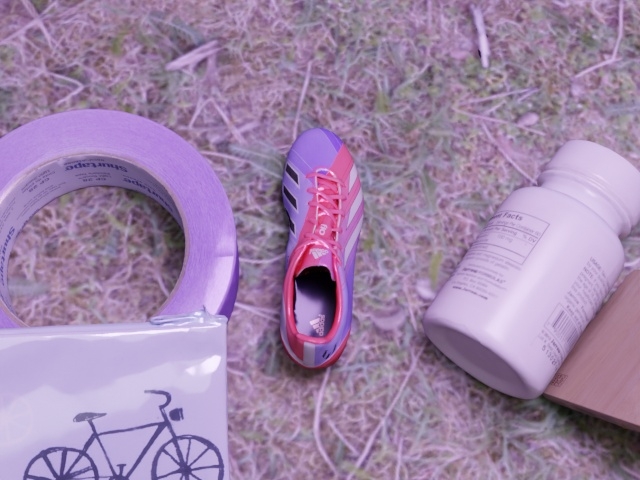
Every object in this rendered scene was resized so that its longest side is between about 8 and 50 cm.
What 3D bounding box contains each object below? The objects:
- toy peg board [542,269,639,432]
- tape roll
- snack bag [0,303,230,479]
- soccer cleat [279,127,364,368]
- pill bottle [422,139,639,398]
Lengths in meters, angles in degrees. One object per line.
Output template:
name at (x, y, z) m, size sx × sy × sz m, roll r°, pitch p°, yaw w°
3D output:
toy peg board at (0.317, 0.120, 1.068) m, size 0.161 × 0.160 × 0.079 m, roll -48°, pitch 113°, yaw -15°
tape roll at (-0.215, 0.017, 1.096) m, size 0.275 × 0.090 × 0.275 m, roll 0°, pitch 73°, yaw -1°
snack bag at (-0.233, 0.232, 0.986) m, size 0.323 × 0.037 × 0.342 m, roll -2°, pitch 88°, yaw -12°
soccer cleat at (0.000, 0.000, 1.106) m, size 0.083 × 0.095 × 0.248 m, roll 4°, pitch 72°, yaw -1°
pill bottle at (0.209, 0.023, 1.088) m, size 0.131 × 0.131 × 0.229 m, roll 35°, pitch 74°, yaw 9°
